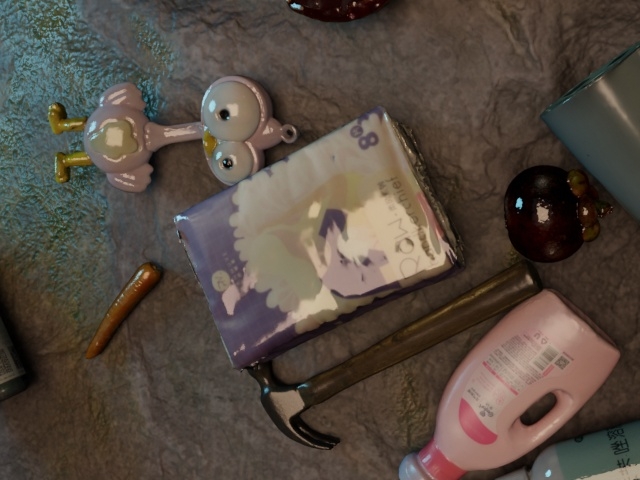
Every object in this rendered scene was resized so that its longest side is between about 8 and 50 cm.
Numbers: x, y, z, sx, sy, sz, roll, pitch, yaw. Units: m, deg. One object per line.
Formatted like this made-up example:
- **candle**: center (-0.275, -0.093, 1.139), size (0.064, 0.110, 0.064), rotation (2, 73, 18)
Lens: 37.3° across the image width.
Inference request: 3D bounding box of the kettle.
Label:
- **kettle**: center (0.431, -0.126, 1.189), size (0.210, 0.160, 0.243), rotation (-39, 92, -15)

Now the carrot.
- **carrot**: center (-0.302, 0.108, 1.431), size (0.037, 0.037, 0.190), rotation (41, 106, 7)

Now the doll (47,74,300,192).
- **doll**: center (-0.207, -0.150, 1.353), size (0.365, 0.094, 0.160), rotation (-1, 98, 14)

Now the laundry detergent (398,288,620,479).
- **laundry detergent**: center (0.241, 0.224, 1.280), size (0.159, 0.088, 0.335), rotation (41, 104, 2)

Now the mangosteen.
- **mangosteen**: center (0.305, -0.036, 1.219), size (0.140, 0.140, 0.140), rotation (1, 95, 14)

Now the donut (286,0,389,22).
- **donut**: center (0.032, -0.408, 1.260), size (0.235, 0.089, 0.235), rotation (6, 105, 23)

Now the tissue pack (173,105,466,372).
- **tissue pack**: center (0.000, 0.000, 1.285), size (0.344, 0.125, 0.242), rotation (-27, 77, 14)

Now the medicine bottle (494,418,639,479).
- **medicine bottle**: center (0.349, 0.314, 1.247), size (0.352, 0.110, 0.110), rotation (-19, 90, 14)

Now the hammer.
- **hammer**: center (0.101, 0.146, 1.300), size (0.440, 0.044, 0.168), rotation (-32, 87, 23)

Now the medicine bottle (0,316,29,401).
- **medicine bottle**: center (-0.564, 0.120, 1.438), size (0.141, 0.141, 0.293), rotation (-24, 89, 14)
